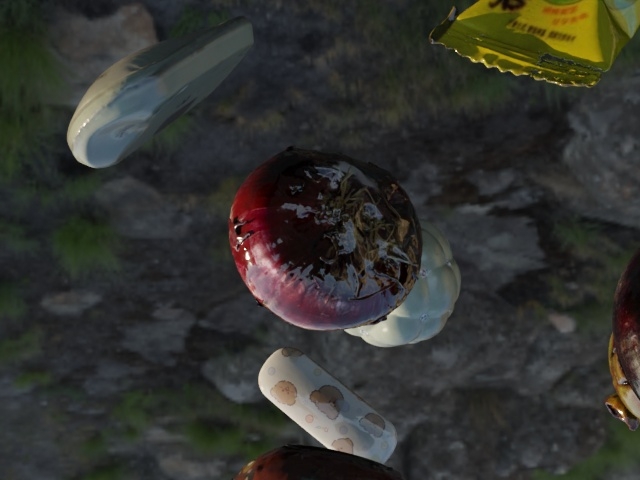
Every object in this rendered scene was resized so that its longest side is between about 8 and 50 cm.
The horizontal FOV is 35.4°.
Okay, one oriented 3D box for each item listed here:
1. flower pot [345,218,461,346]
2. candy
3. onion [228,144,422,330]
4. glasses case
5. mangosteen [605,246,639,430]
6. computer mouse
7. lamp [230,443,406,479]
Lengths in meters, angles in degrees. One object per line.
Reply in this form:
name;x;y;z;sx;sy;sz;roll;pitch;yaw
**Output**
flower pot;0.123;0.066;1.759;0.246;0.246;0.195;-14;148;22
candy;0.263;-0.259;1.034;0.187;0.297;0.081;26;149;31
onion;0.000;0.000;1.546;0.314;0.313;0.232;6;154;-25
glasses case;0.007;0.178;1.059;0.164;0.063;0.041;38;177;11
mangosteen;0.600;0.155;1.464;0.382;0.382;0.435;-1;138;-11
computer mouse;-0.209;-0.208;1.308;0.197;0.095;0.331;-36;-172;37
lamp;0.001;0.225;0.749;0.156;0.134;0.157;19;167;-15
